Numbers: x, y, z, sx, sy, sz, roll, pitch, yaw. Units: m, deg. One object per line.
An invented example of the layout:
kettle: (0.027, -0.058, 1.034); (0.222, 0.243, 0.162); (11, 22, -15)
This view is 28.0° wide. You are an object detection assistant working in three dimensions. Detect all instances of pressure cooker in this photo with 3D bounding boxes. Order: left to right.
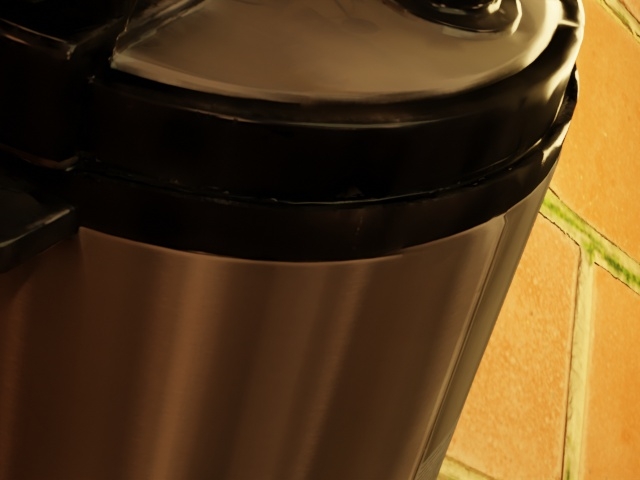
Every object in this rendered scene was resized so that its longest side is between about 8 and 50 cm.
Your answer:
pressure cooker: (-0.060, -0.053, 0.676); (0.375, 0.420, 0.370); (1, 39, -18)
